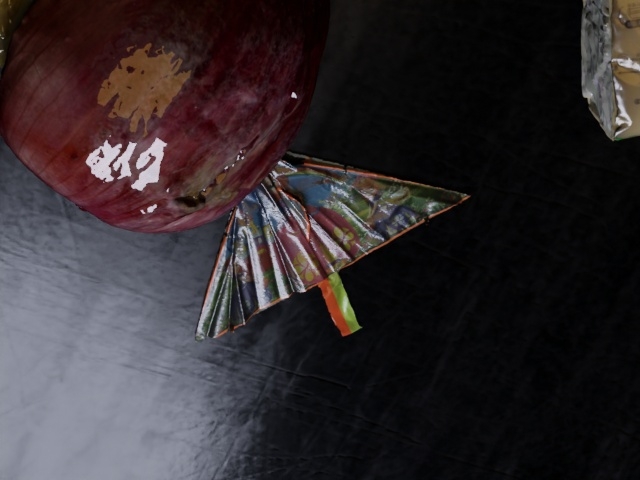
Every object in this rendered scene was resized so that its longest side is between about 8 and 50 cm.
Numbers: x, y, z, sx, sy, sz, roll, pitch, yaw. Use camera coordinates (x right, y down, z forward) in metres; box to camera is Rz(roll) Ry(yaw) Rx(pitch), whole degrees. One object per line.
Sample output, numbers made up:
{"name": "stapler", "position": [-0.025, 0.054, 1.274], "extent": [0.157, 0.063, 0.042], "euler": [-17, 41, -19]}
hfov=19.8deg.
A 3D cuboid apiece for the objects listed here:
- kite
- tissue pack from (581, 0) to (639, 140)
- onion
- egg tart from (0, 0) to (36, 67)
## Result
{"name": "kite", "position": [0.000, 0.000, 1.395], "extent": [0.241, 0.014, 0.183], "euler": [-25, 121, -1]}
{"name": "tissue pack", "position": [0.299, -0.181, 1.324], "extent": [0.222, 0.090, 0.186], "euler": [-13, 118, -8]}
{"name": "onion", "position": [-0.074, -0.128, 1.216], "extent": [0.227, 0.120, 0.283], "euler": [18, 106, -53]}
{"name": "egg tart", "position": [-0.292, -0.200, 1.175], "extent": [0.252, 0.098, 0.232], "euler": [33, 112, -22]}
